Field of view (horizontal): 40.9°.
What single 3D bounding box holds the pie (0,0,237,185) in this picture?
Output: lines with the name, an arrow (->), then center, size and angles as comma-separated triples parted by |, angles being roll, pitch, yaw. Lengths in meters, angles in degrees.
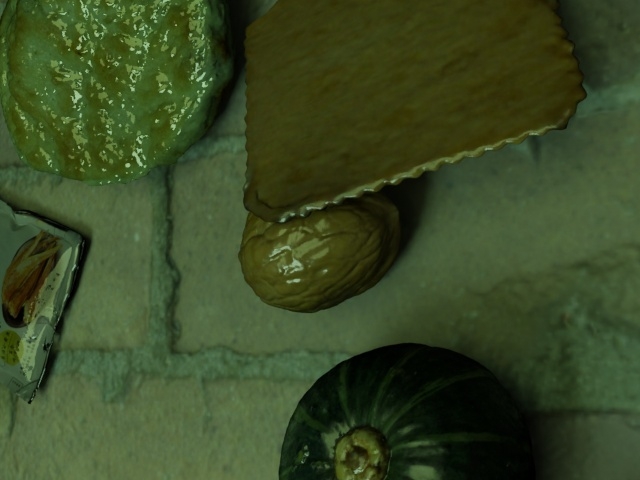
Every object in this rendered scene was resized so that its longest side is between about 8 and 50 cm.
pie -> -0.188, -0.177, 0.758 | 0.274, 0.105, 0.257 | -16, 85, 31

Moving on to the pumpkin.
pumpkin -> 0.052, 0.145, 0.544 | 0.167, 0.125, 0.167 | -9, 76, 38

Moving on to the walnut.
walnut -> 0.000, 0.000, 0.616 | 0.124, 0.105, 0.105 | -19, 74, 26

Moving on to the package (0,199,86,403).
package -> -0.313, 0.052, 0.854 | 0.173, 0.027, 0.171 | 20, 95, 30

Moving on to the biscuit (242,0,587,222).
biscuit -> 0.047, -0.135, 0.593 | 0.237, 0.013, 0.232 | -17, 56, 22
